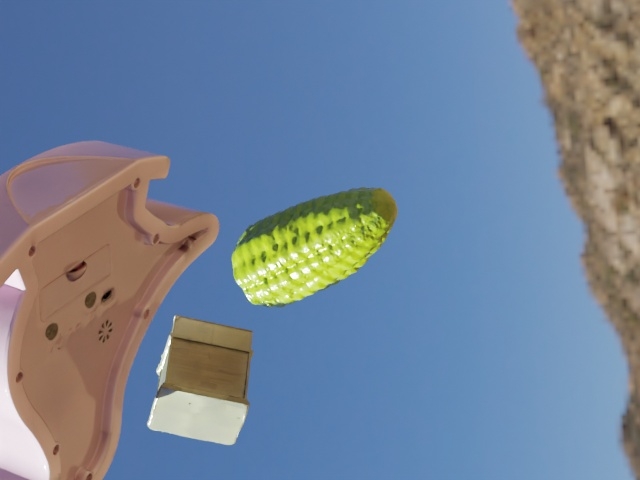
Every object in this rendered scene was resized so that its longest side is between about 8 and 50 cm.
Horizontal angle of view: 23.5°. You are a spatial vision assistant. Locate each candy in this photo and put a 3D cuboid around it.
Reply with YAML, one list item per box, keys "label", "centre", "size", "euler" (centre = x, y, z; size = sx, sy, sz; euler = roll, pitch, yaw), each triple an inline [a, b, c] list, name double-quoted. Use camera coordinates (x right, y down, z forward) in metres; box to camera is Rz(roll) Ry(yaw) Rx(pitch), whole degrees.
- label: "candy"
  centre: [0.000, 0.000, 1.543]
  size: [0.097, 0.209, 0.096]
  euler: [20, -122, -36]

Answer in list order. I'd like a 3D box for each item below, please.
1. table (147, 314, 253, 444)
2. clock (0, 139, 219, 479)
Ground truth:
- label: "table"
  centre: [-0.102, 0.120, 1.331]
  size: [0.062, 0.079, 0.083]
  euler: [112, 167, -45]
- label: "clock"
  centre: [-0.192, 0.054, 1.266]
  size: [0.290, 0.080, 0.275]
  euler: [-42, -39, -48]
